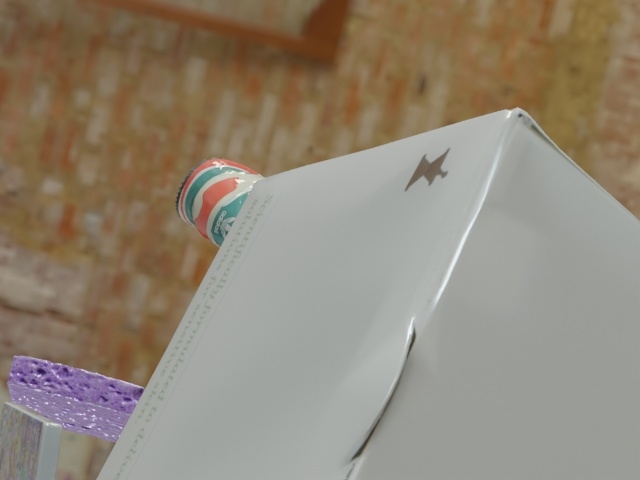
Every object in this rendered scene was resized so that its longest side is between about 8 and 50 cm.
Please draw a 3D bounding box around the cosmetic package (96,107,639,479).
[{"bbox_3d":[0.108,0.146,0.624,0.155,0.365,0.197,-12,-136,57],"label":"cosmetic package"}]

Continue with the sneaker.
[{"bbox_3d":[0.000,0.000,1.082,0.075,0.161,0.057,47,-61,54],"label":"sneaker"}]

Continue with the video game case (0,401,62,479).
[{"bbox_3d":[-0.160,0.134,1.011,0.122,0.011,0.087,-178,-83,-71],"label":"video game case"}]

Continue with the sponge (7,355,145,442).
[{"bbox_3d":[-0.221,0.146,1.721,0.210,0.117,0.031,120,-17,-75],"label":"sponge"}]
